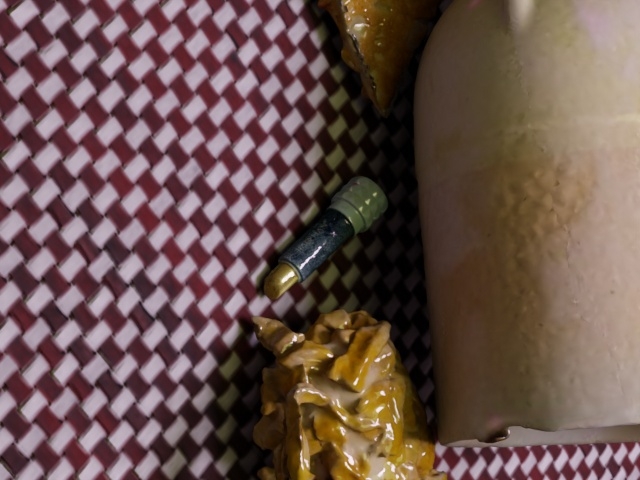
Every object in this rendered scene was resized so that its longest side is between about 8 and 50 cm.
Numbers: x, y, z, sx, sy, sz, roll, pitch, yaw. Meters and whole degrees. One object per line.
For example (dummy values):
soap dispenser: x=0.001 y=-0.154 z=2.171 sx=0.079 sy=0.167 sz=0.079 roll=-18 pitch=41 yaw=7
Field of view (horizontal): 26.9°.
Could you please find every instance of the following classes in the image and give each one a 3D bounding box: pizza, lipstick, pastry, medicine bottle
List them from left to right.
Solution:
lipstick: x=0.000 y=0.000 z=0.967 sx=0.116 sy=0.037 sz=0.037 roll=-43 pitch=118 yaw=-27
pastry: x=0.018 y=0.167 z=0.942 sx=0.154 sy=0.102 sz=0.249 roll=-37 pitch=117 yaw=-37
pizza: x=0.050 y=-0.182 z=1.004 sx=0.185 sy=0.036 sz=0.176 roll=-15 pitch=103 yaw=-42
medicine bottle: x=0.187 y=-0.056 z=0.985 sx=0.236 sy=0.236 sz=0.406 roll=7 pitch=75 yaw=-41
